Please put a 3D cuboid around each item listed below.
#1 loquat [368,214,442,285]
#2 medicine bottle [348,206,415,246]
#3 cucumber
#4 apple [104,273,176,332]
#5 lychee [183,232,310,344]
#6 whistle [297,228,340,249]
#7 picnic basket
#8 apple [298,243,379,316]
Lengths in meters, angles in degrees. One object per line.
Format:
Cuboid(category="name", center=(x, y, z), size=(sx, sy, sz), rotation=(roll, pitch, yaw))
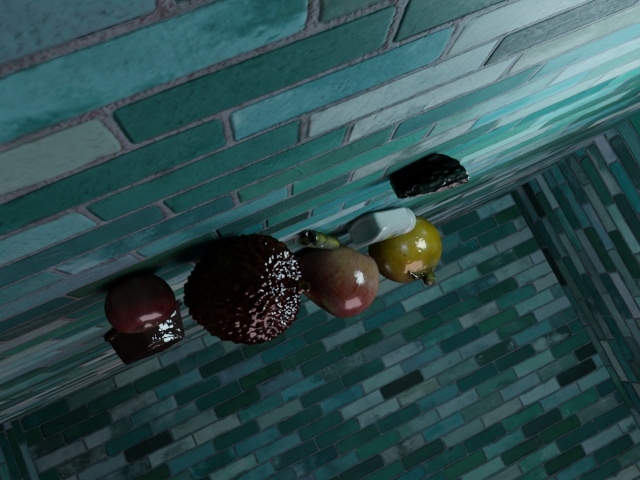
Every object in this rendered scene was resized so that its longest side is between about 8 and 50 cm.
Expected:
Cuboid(category="loquat", center=(0.391, 0.052, 2.208), size=(0.329, 0.359, 0.328), rotation=(-25, 149, -17))
Cuboid(category="medicine bottle", center=(0.242, -0.058, 1.864), size=(0.161, 0.111, 0.296), rotation=(-31, 171, 36))
Cuboid(category="cucumber", center=(0.284, -0.178, 1.344), size=(0.193, 0.115, 0.085), rotation=(-22, 129, 6))
Cuboid(category="apple", center=(-0.414, 0.142, 1.144), size=(0.154, 0.119, 0.153), rotation=(-20, 167, -5))
Cuboid(category="lychee", center=(-0.173, 0.112, 1.182), size=(0.305, 0.275, 0.276), rotation=(-6, 176, 13))
Cuboid(category="whistle", center=(0.000, -0.001, 1.687), size=(0.068, 0.057, 0.326), rotation=(14, -179, 15))
Cuboid(category="picnic basket", center=(-0.596, 0.327, 1.724), size=(0.223, 0.129, 0.297), rotation=(-14, 165, -48))
Cuboid(category="apple", center=(0.068, 0.135, 1.937), size=(0.269, 0.345, 0.345), rotation=(-50, 176, -12))
